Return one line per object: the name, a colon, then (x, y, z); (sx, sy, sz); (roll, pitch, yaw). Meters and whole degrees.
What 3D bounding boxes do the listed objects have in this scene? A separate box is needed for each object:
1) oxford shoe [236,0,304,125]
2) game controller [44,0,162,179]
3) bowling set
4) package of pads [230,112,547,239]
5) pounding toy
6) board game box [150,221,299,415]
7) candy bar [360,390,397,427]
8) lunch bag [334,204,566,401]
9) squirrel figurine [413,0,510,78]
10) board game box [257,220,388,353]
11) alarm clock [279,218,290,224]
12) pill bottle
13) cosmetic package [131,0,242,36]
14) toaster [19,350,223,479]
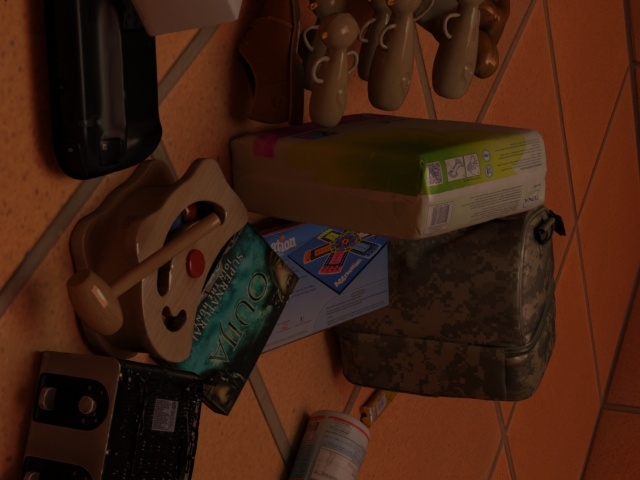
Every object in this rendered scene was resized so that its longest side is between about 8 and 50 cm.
oxford shoe: (-0.059, -0.236, 1.382); (0.076, 0.076, 0.212); (100, -11, -74)
game controller: (-0.201, -0.219, 1.112); (0.166, 0.067, 0.319); (-46, 137, -74)
bowling set: (0.041, -0.251, 1.416); (0.287, 0.200, 0.154); (-19, 128, -44)
package of pads: (0.079, -0.078, 1.367); (0.229, 0.297, 0.101); (-14, 108, -43)
pounding toy: (-0.136, 0.032, 1.162); (0.269, 0.155, 0.154); (-53, 136, -48)
board game box: (-0.101, 0.084, 1.335); (0.126, 0.026, 0.186); (49, 59, -41)
candy bar: (0.100, 0.236, 1.857); (0.161, 0.018, 0.040); (-42, 128, -55)
lunch bag: (0.174, 0.059, 1.650); (0.212, 0.305, 0.256); (-54, 142, -49)
squirrel figurine: (0.238, -0.448, 1.602); (0.370, 0.281, 0.397); (-49, 179, 14)
board game box: (-0.019, 0.045, 1.464); (0.281, 0.027, 0.145); (-16, 111, -44)
alarm clock: (0.000, 0.000, 1.559); (0.129, 0.064, 0.192); (-32, 126, -60)
pill bottle: (0.004, 0.311, 1.588); (0.160, 0.087, 0.087); (-69, 150, -30)
cosmetic package: (-0.133, -0.415, 1.071); (0.284, 0.098, 0.377); (62, 27, -45)
toaster: (-0.191, 0.192, 1.127); (0.186, 0.110, 0.168); (24, 74, -63)
